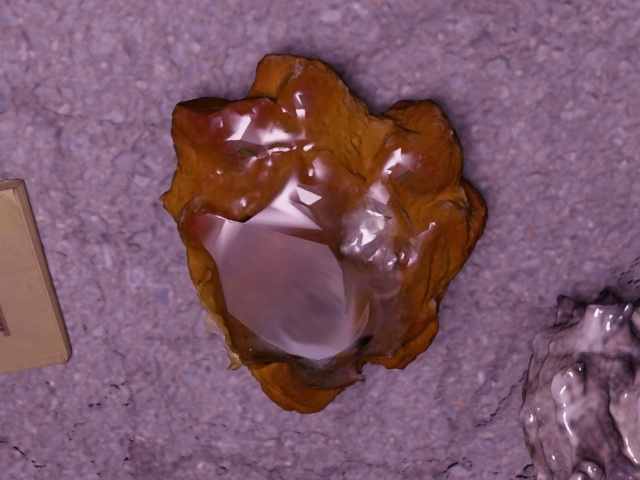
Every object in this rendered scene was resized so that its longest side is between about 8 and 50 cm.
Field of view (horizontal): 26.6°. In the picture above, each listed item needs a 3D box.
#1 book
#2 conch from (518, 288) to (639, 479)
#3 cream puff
[{"bbox_3d":[-0.329,0.044,1.073,0.231,0.026,0.161,-9,115,4],"label":"book"},{"bbox_3d":[0.237,0.175,1.027,0.186,0.240,0.313,16,106,31],"label":"conch"},{"bbox_3d":[0.000,0.000,0.986,0.241,0.155,0.269,9,113,-5],"label":"cream puff"}]
